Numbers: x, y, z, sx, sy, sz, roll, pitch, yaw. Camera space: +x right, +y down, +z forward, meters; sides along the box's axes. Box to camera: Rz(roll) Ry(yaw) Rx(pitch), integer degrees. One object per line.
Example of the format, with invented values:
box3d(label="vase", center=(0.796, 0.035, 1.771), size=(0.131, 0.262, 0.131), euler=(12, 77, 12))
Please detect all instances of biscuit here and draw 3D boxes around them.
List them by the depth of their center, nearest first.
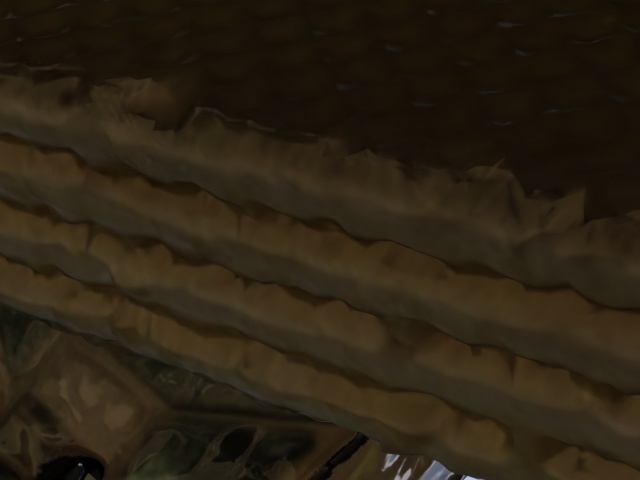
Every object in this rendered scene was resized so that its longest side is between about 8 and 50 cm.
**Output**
box3d(label="biscuit", center=(0.110, -0.001, 0.353), size=(0.426, 0.078, 0.144), euler=(17, -139, 31))

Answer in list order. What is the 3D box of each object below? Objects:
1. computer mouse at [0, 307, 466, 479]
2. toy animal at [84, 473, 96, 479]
box3d(label="computer mouse", center=(0.003, 0.001, 0.612), size=(0.389, 0.115, 0.199), euler=(-49, -120, -1))
box3d(label="toy animal", center=(-0.089, 0.145, 0.812), size=(0.310, 0.251, 0.251), euler=(27, -90, 39))
